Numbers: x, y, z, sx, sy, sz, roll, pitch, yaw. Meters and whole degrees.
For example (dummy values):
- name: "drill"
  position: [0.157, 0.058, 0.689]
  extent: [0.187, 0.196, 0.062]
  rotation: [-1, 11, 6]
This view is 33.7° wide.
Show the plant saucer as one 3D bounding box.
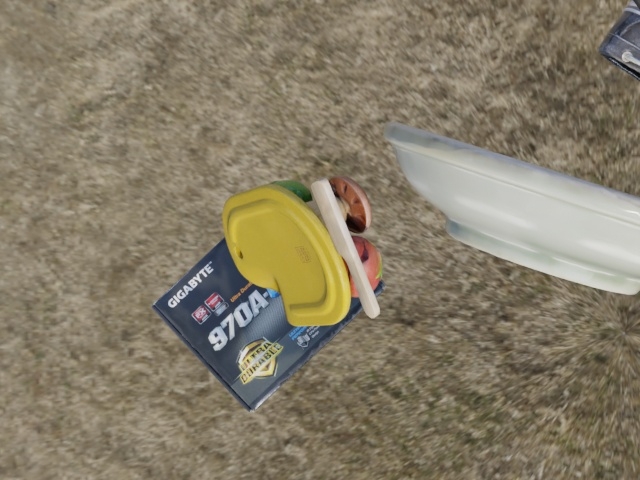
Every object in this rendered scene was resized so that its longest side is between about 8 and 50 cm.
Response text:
- name: "plant saucer"
  position: [0.247, -0.023, 1.117]
  extent: [0.401, 0.400, 0.100]
  rotation: [19, 98, 17]

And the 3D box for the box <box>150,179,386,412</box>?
- name: "box"
  position: [-0.059, 0.065, 1.248]
  extent: [0.220, 0.051, 0.175]
  rotation: [-43, 89, 2]

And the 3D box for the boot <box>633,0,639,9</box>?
- name: "boot"
  position: [0.167, -0.179, 0.417]
  extent: [0.131, 0.260, 0.347]
  rotation: [1, 130, 20]

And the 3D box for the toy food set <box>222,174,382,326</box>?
- name: "toy food set"
  position: [0.000, 0.000, 0.873]
  extent: [0.071, 0.218, 0.128]
  rotation: [-31, 101, -27]

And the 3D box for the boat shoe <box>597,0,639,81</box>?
- name: "boat shoe"
  position: [0.445, -0.150, 1.194]
  extent: [0.301, 0.108, 0.102]
  rotation: [37, 94, -9]
